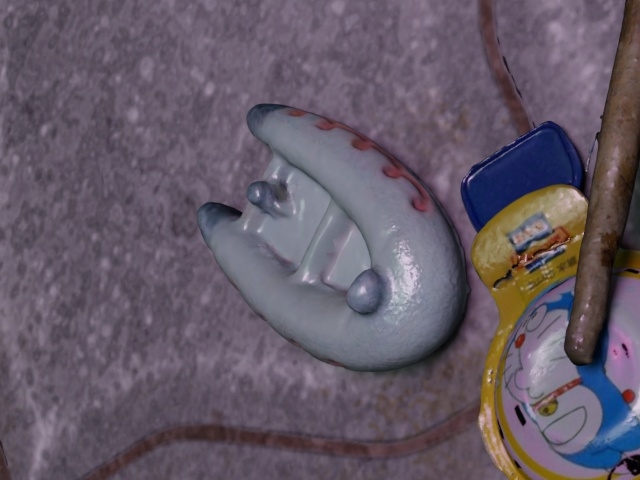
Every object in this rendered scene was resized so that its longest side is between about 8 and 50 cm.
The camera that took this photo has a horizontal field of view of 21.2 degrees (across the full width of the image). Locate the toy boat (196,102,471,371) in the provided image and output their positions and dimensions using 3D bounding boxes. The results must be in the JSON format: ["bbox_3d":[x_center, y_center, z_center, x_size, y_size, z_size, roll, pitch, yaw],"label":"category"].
[{"bbox_3d":[0.000,0.000,1.051,0.208,0.079,0.134,41,107,34],"label":"toy boat"}]

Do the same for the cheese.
[{"bbox_3d":[0.141,0.048,0.946,0.156,0.064,0.250,-34,56,22],"label":"cheese"}]

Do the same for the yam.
[{"bbox_3d":[0.158,-0.043,0.925,0.029,0.027,0.234,11,71,11],"label":"yam"}]
